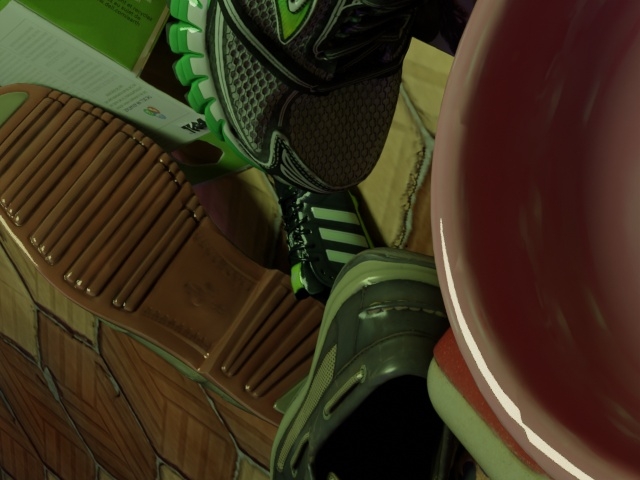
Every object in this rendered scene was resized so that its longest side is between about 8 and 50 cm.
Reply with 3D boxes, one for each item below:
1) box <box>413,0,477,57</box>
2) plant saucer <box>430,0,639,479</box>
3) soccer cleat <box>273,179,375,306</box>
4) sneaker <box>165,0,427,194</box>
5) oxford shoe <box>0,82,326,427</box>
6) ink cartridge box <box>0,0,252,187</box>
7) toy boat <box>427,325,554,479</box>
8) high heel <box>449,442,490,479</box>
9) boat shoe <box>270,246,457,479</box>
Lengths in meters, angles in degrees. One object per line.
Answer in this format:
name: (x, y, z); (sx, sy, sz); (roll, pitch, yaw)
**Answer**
box: (0.075, -0.213, 0.833); (0.100, 0.060, 0.244); (32, 144, 42)
plant saucer: (0.196, -0.038, 0.615); (0.084, 0.332, 0.332); (21, -174, -45)
soccer cleat: (0.000, 0.000, 1.178); (0.179, 0.072, 0.060); (59, 154, 0)
sneaker: (0.011, -0.144, 0.798); (0.146, 0.134, 0.343); (42, 149, 30)
oxford shoe: (-0.134, 0.029, 1.306); (0.397, 0.140, 0.146); (42, 167, 3)
ink cartridge box: (-0.161, -0.151, 1.292); (0.255, 0.097, 0.189); (29, 161, -20)
toy boat: (0.173, 0.087, 0.917); (0.151, 0.151, 0.231); (-64, 31, 15)
high heel: (0.168, 0.254, 1.132); (0.261, 0.093, 0.186); (58, 160, 18)
boat shoe: (0.027, 0.167, 1.149); (0.132, 0.130, 0.355); (8, 131, 1)
